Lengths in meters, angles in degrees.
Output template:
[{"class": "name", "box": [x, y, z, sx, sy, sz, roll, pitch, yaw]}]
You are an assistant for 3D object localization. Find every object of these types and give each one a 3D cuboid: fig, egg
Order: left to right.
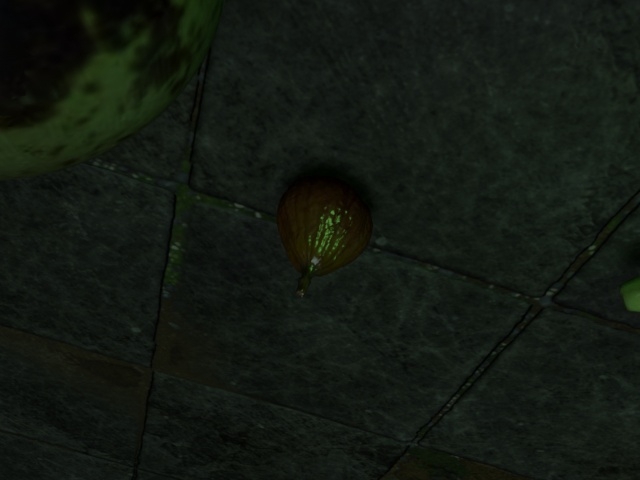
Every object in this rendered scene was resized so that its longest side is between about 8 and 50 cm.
[{"class": "egg", "box": [-0.276, -0.220, 0.518, 0.428, 0.345, 0.345, 12, 141, 13]}, {"class": "fig", "box": [0.001, -0.014, 0.848, 0.119, 0.153, 0.119, 3, 109, 7]}]

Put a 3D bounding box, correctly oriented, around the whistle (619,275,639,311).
[{"class": "whistle", "box": [0.477, 0.032, 0.790, 0.288, 0.106, 0.131, -13, 136, 27]}]
